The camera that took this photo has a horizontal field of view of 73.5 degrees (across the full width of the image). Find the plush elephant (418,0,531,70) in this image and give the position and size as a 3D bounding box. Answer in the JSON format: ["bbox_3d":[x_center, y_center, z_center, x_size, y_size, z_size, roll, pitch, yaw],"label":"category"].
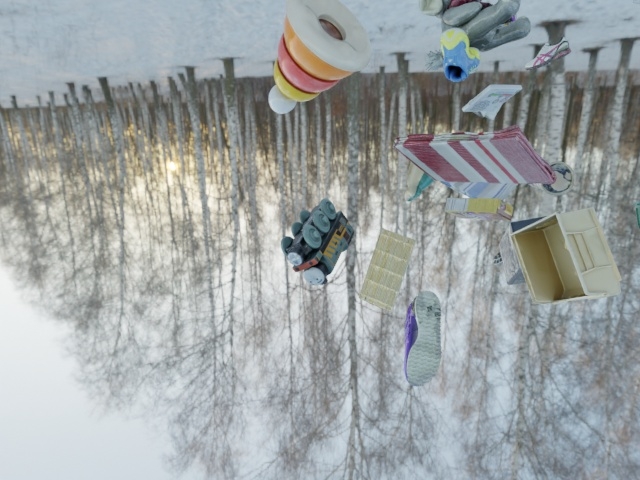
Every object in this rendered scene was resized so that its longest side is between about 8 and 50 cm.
[{"bbox_3d":[0.450,-0.715,1.323,0.330,0.255,0.272,-16,176,41],"label":"plush elephant"}]

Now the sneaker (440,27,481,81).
[{"bbox_3d":[0.404,-0.510,1.252,0.091,0.126,0.240,4,178,37],"label":"sneaker"}]

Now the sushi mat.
[{"bbox_3d":[0.267,0.121,1.731,0.151,0.316,0.019,19,-170,16],"label":"sushi mat"}]

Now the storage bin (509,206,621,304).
[{"bbox_3d":[0.739,0.061,1.312,0.123,0.260,0.262,-12,168,-7],"label":"storage bin"}]

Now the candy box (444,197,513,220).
[{"bbox_3d":[0.528,-0.105,1.435,0.109,0.053,0.187,16,175,-41],"label":"candy box"}]

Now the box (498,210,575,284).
[{"bbox_3d":[0.970,0.046,1.865,0.293,0.212,0.395,-9,163,13],"label":"box"}]

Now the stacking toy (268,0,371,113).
[{"bbox_3d":[-0.070,-0.652,1.638,0.350,0.350,0.480,-16,165,-41],"label":"stacking toy"}]

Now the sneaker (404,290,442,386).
[{"bbox_3d":[0.317,0.316,1.373,0.102,0.293,0.146,14,162,-4],"label":"sneaker"}]

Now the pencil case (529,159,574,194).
[{"bbox_3d":[1.156,-0.332,2.193,0.183,0.160,0.410,11,-165,12],"label":"pencil case"}]

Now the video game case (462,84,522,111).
[{"bbox_3d":[0.615,-0.510,1.539,0.157,0.019,0.143,-10,167,-27],"label":"video game case"}]

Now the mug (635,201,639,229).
[{"bbox_3d":[0.942,-0.059,1.179,0.158,0.097,0.129,-15,-172,-22],"label":"mug"}]

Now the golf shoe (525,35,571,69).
[{"bbox_3d":[0.985,-0.812,1.870,0.186,0.086,0.067,-19,-173,43],"label":"golf shoe"}]

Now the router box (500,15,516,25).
[{"bbox_3d":[0.708,-0.870,1.709,0.133,0.046,0.179,-5,-162,30],"label":"router box"}]

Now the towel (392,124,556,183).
[{"bbox_3d":[0.370,-0.200,1.053,0.237,0.037,0.329,26,170,-41],"label":"towel"}]

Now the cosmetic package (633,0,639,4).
[{"bbox_3d":[0.913,-0.740,0.971,0.197,0.365,0.155,17,-124,12],"label":"cosmetic package"}]

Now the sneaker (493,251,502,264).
[{"bbox_3d":[0.989,0.087,2.241,0.170,0.071,0.068,-33,-150,31],"label":"sneaker"}]

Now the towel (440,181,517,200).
[{"bbox_3d":[0.604,-0.246,1.592,0.034,0.209,0.285,42,180,-40],"label":"towel"}]

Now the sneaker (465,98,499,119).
[{"bbox_3d":[0.822,-0.685,2.130,0.111,0.129,0.297,45,-147,21],"label":"sneaker"}]

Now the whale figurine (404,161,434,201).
[{"bbox_3d":[0.445,-0.283,1.795,0.141,0.272,0.216,22,170,-3],"label":"whale figurine"}]

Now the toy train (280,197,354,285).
[{"bbox_3d":[0.000,0.000,1.397,0.142,0.190,0.334,-27,-160,33],"label":"toy train"}]
